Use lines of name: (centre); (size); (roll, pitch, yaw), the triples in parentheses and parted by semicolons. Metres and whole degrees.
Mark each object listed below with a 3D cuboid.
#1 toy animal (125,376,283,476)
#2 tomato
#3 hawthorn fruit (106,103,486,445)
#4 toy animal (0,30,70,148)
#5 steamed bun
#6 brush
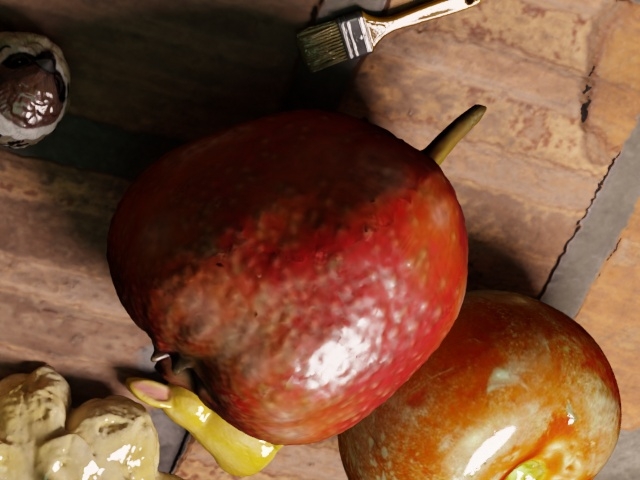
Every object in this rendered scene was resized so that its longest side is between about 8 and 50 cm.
toy animal: (-0.114, 0.166, 1.725); (0.159, 0.070, 0.083); (33, 153, -14)
tomato: (0.141, 0.165, 1.684); (0.270, 0.222, 0.270); (-22, 136, -23)
hawthorn fruit: (0.000, 0.000, 1.524); (0.369, 0.285, 0.285); (-39, 123, 0)
toy animal: (-0.267, -0.111, 1.493); (0.098, 0.098, 0.137); (33, 112, -28)
steamed bun: (-0.251, 0.280, 1.704); (0.292, 0.137, 0.296); (6, 113, -4)
brush: (0.062, -0.191, 1.556); (0.169, 0.014, 0.043); (-19, 123, -1)
